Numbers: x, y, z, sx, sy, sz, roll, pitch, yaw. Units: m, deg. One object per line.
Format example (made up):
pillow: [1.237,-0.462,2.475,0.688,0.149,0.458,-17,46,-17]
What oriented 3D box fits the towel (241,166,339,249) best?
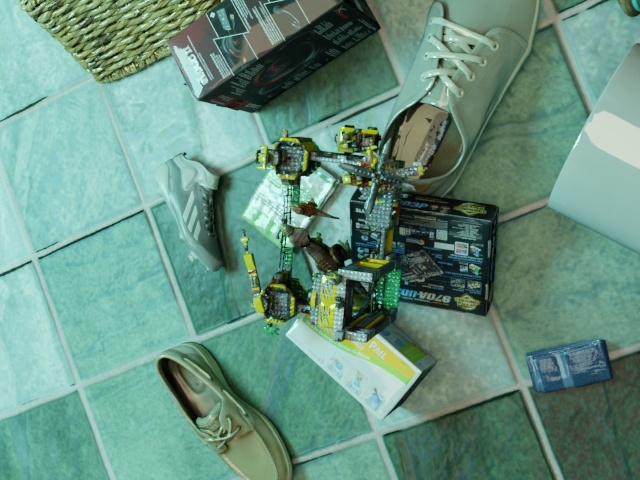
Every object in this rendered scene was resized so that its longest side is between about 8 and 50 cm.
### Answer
towel: [-0.051,-0.069,1.554,0.113,0.023,0.152,39,105,15]

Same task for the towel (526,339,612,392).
towel: [0.375,0.189,1.416,0.119,0.029,0.067,-15,89,18]

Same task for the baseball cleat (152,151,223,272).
baseball cleat: [-0.200,-0.053,1.576,0.109,0.072,0.206,-32,86,10]

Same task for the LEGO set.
LEGO set: [0.000,0.000,1.318,0.254,0.192,0.331,16,102,17]

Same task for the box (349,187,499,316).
box: [0.154,0.016,1.430,0.220,0.051,0.175,9,125,18]

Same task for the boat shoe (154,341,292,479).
boat shoe: [-0.167,0.301,1.565,0.109,0.098,0.302,-41,80,16]

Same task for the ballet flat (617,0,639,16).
ballet flat: [0.442,-0.489,1.332,0.124,0.116,0.343,17,98,37]

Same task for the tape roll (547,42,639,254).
tape roll: [0.429,-0.111,1.228,0.169,0.246,0.246,30,101,15]

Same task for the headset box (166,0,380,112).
headset box: [-0.079,-0.308,1.446,0.293,0.218,0.110,-31,83,17]

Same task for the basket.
basket: [-0.322,-0.445,1.588,0.299,0.223,0.214,-23,52,18]

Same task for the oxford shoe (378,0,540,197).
oxford shoe: [0.207,-0.263,1.402,0.169,0.130,0.450,24,99,18]

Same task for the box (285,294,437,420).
box: [0.064,0.168,1.475,0.203,0.114,0.103,41,104,14]
